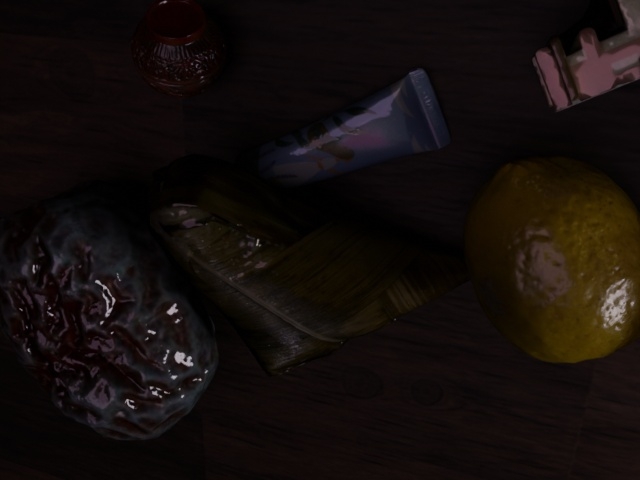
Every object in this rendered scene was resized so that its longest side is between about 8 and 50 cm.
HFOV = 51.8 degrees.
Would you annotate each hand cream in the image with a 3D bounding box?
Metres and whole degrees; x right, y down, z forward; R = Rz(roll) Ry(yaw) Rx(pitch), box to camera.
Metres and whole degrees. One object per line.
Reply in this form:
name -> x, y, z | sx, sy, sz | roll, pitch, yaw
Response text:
hand cream -> 0.006, -0.102, 0.707 | 0.256, 0.055, 0.088 | -17, 112, 21

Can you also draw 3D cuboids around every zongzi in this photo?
zongzi -> 0.000, 0.000, 0.677 | 0.289, 0.134, 0.286 | -19, 131, 22

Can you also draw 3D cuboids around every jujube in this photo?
jujube -> -0.261, 0.083, 0.797 | 0.226, 0.226, 0.316 | -18, 110, 27

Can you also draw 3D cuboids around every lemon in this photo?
lemon -> 0.217, 0.016, 0.603 | 0.170, 0.170, 0.207 | -20, 100, 28

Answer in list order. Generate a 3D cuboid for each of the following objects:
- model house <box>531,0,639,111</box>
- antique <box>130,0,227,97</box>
model house -> 0.283, -0.263, 0.464 | 0.326, 0.169, 0.244 | -21, 97, 24
antique -> -0.148, -0.198, 0.692 | 0.104, 0.104, 0.104 | 9, 116, 18
